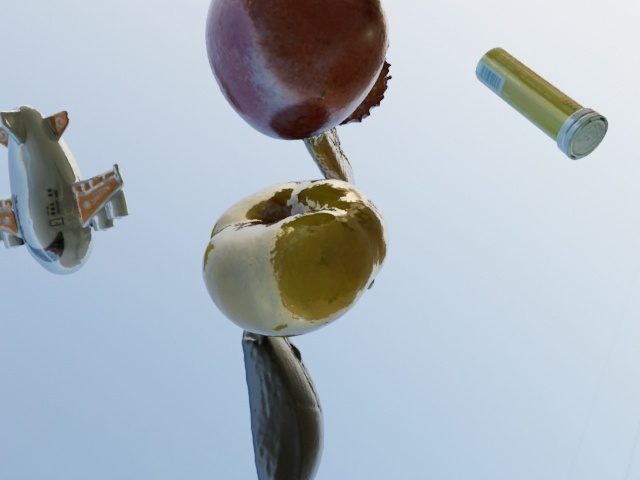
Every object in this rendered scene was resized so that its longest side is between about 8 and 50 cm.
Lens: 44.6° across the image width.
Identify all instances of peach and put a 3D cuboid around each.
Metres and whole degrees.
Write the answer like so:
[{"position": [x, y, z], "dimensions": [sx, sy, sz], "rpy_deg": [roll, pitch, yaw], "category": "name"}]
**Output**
[{"position": [-0.024, 0.012, 0.703], "dimensions": [0.179, 0.179, 0.103], "rpy_deg": [-46, -50, -46], "category": "peach"}]

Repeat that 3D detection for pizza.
[{"position": [-0.014, -0.161, 0.938], "dimensions": [0.262, 0.034, 0.181], "rpy_deg": [66, -171, 23], "category": "pizza"}]

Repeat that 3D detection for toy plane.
[{"position": [-0.386, -0.068, 1.087], "dimensions": [0.117, 0.245, 0.244], "rpy_deg": [-51, -60, -77], "category": "toy plane"}]

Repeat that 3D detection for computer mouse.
[{"position": [-0.042, 0.223, 1.032], "dimensions": [0.137, 0.086, 0.269], "rpy_deg": [24, -122, -83], "category": "computer mouse"}]

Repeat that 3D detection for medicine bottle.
[{"position": [0.317, -0.207, 1.142], "dimensions": [0.074, 0.074, 0.218], "rpy_deg": [14, -151, -45], "category": "medicine bottle"}]

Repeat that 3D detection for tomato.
[{"position": [-0.024, -0.170, 0.691], "dimensions": [0.167, 0.167, 0.167], "rpy_deg": [18, -116, -44], "category": "tomato"}]

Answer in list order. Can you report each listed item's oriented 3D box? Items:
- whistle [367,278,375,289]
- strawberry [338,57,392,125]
[{"position": [-0.028, 0.037, 0.959], "dimensions": [0.288, 0.131, 0.106], "rpy_deg": [-9, -56, -65], "category": "whistle"}, {"position": [0.005, -0.302, 1.525], "dimensions": [0.234, 0.178, 0.233], "rpy_deg": [3, -106, -10], "category": "strawberry"}]
